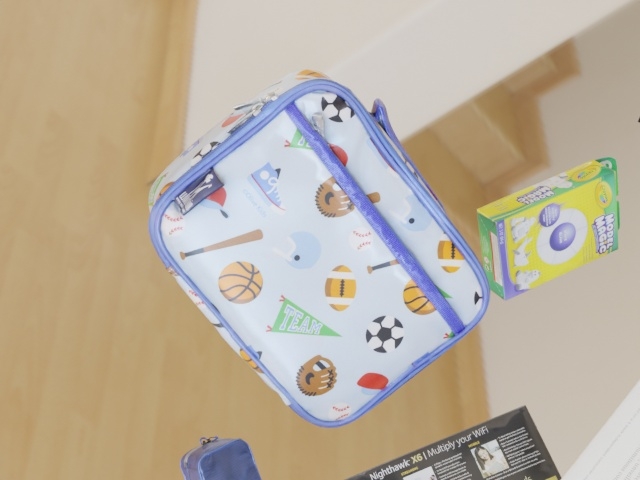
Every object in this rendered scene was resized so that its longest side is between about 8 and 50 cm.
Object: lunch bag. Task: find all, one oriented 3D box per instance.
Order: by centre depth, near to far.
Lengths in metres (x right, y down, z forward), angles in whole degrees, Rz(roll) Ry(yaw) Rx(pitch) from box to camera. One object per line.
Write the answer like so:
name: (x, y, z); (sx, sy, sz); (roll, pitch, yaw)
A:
lunch bag: (0.000, 0.000, 1.093); (0.303, 0.243, 0.115); (52, 3, -17)
lunch bag: (-0.107, 0.256, 1.279); (0.067, 0.065, 0.098); (-19, 91, -30)

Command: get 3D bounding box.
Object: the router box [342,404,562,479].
router box: (0.187, 0.394, 1.605); (0.081, 0.308, 0.243); (86, -17, -68)

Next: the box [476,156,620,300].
box: (0.259, -0.016, 1.299); (0.043, 0.179, 0.105); (39, -32, 52)

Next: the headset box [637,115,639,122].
headset box: (0.344, -0.150, 1.166); (0.032, 0.062, 0.083); (29, -14, 11)

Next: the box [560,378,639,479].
box: (0.423, 0.274, 1.091); (0.345, 0.215, 0.168); (35, -7, 44)
